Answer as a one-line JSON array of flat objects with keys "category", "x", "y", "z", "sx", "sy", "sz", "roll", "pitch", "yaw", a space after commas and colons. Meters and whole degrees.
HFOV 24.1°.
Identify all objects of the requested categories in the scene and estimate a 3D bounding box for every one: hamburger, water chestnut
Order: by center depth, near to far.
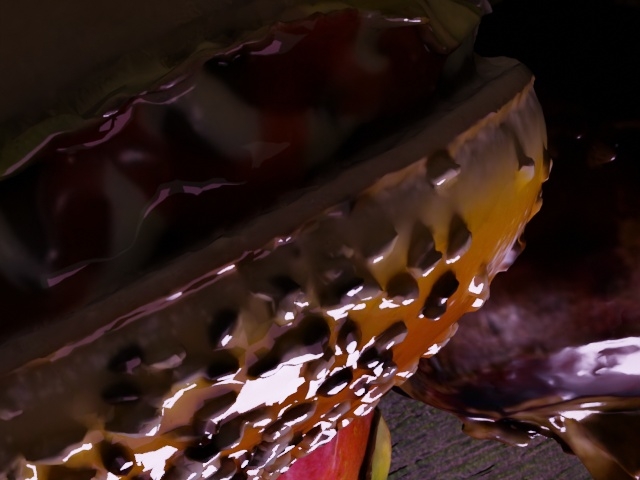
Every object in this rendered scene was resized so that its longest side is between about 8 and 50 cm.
[{"category": "hamburger", "x": -0.067, "y": 0.004, "z": 0.477, "sx": 0.300, "sy": 0.176, "sz": 0.300, "roll": -31, "pitch": 175, "yaw": -3}, {"category": "water chestnut", "x": 0.163, "y": 0.020, "z": 0.793, "sx": 0.335, "sy": 0.347, "sz": 0.335, "roll": -6, "pitch": 172, "yaw": -1}]

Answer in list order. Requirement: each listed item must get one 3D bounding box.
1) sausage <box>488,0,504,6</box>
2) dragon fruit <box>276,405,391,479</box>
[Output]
[{"category": "sausage", "x": 0.022, "y": -0.100, "z": 0.692, "sx": 0.269, "sy": 0.033, "sz": 0.033, "roll": -26, "pitch": 173, "yaw": -28}, {"category": "dragon fruit", "x": -0.095, "y": 0.167, "z": 1.160, "sx": 0.290, "sy": 0.290, "sz": 0.189, "roll": -30, "pitch": 179, "yaw": 2}]
